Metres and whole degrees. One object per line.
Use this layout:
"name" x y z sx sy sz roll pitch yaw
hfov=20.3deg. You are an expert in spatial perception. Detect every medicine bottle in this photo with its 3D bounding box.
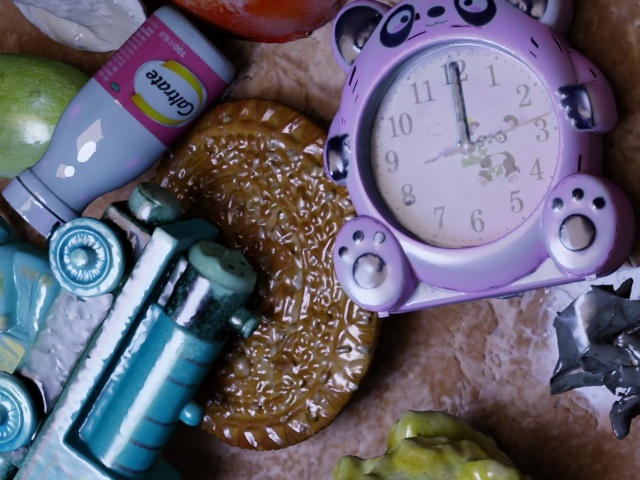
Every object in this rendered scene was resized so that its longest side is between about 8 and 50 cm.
"medicine bottle" -0.174 -0.096 1.530 0.216 0.090 0.090 -47 67 0

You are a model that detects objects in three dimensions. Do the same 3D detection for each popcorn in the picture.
"popcorn" 0.077 0.239 1.391 0.181 0.217 0.235 32 109 -1

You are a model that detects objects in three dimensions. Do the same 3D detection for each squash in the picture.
"squash" -0.346 -0.123 1.686 0.371 0.118 0.118 8 100 36

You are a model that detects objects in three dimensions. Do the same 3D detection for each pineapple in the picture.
"pineapple" 0.269 0.099 1.289 0.237 0.111 0.119 15 82 38

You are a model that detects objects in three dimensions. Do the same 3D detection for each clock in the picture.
"clock" 0.112 -0.076 1.358 0.228 0.090 0.248 -11 82 20

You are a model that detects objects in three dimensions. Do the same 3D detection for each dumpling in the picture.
"dumpling" -0.265 -0.274 1.597 0.227 0.175 0.243 132 129 -60

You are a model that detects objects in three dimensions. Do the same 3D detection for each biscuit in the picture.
"biscuit" -0.062 0.030 1.519 0.305 0.038 0.305 1 92 44

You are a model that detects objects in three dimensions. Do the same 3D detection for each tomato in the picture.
"tomato" -0.065 -0.268 1.491 0.225 0.085 0.225 5 100 32

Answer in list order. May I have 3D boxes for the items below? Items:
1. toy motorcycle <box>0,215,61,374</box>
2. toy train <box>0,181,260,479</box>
"toy motorcycle" -0.277 0.082 1.667 0.296 0.109 0.198 45 116 21
"toy train" -0.170 0.106 1.512 0.194 0.120 0.298 35 107 15
